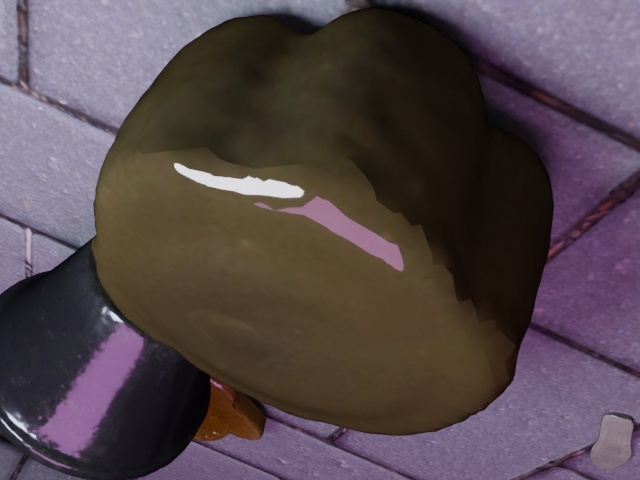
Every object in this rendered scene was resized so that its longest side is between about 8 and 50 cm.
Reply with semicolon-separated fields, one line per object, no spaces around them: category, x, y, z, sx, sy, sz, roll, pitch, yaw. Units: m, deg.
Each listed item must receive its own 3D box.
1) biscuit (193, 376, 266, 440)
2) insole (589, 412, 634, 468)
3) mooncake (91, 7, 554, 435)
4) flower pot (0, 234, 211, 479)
biscuit;-0.244;0.324;1.421;0.288;0.057;0.343;20;143;1
insole;0.476;0.331;1.130;0.063;0.010;0.192;5;141;19
mooncake;0.000;0.000;0.735;0.467;0.262;0.467;14;145;10
flower pot;-0.285;0.136;1.025;0.379;0.379;0.251;33;124;-16
